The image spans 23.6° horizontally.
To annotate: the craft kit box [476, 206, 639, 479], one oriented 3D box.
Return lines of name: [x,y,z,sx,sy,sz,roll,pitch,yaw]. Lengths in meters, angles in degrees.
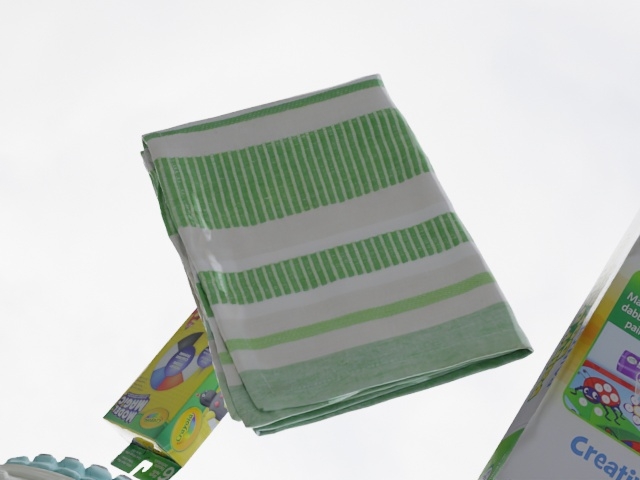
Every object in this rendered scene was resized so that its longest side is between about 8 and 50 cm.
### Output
craft kit box: [0.222,0.092,0.677,0.250,0.061,0.246,33,-104,3]

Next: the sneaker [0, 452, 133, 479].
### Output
sneaker: [-0.194,0.142,0.654,0.122,0.283,0.110,-117,-141,-60]

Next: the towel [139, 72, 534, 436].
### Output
towel: [0.000,0.000,1.290,0.248,0.038,0.325,-16,-128,-12]

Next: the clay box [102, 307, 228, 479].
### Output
clay box: [-0.139,0.153,1.629,0.222,0.053,0.127,-50,-152,-19]
